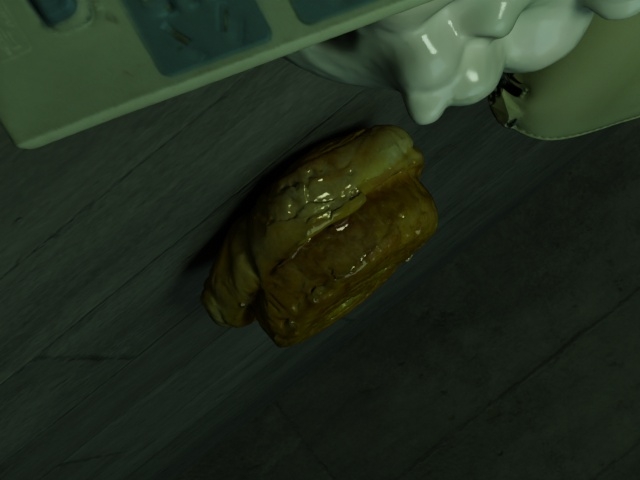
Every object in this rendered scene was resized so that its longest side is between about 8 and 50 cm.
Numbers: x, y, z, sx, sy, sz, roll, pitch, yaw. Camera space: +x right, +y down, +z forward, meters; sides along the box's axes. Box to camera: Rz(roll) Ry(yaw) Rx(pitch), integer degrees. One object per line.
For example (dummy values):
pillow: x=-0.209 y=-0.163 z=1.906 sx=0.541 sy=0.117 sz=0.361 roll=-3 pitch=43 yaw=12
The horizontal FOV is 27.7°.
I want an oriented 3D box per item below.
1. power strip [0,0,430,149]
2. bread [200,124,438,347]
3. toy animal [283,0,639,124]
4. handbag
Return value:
power strip: x=0.016 y=-0.122 z=0.387 sx=0.367 sy=0.106 sz=0.043 roll=-17 pitch=-151 yaw=22
bread: x=0.002 y=-0.001 z=1.147 sx=0.198 sy=0.120 sz=0.236 roll=-31 pitch=168 yaw=-44
toy animal: x=0.075 y=-0.182 z=0.489 sx=0.289 sy=0.174 sz=0.249 roll=-27 pitch=149 yaw=7
handbag: x=0.272 y=-0.228 z=0.981 sx=0.237 sy=0.160 sz=0.358 roll=-27 pitch=166 yaw=-20
